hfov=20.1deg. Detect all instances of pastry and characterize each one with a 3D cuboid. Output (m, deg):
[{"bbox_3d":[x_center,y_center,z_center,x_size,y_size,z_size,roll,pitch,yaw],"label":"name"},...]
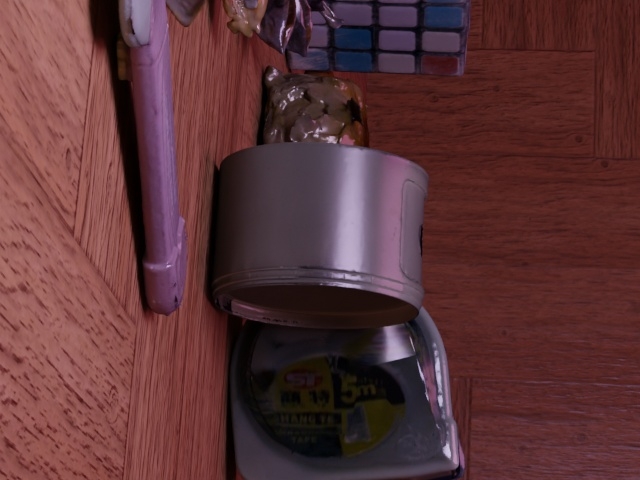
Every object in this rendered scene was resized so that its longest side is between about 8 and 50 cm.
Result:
[{"bbox_3d":[-0.002,-0.072,2.340,0.329,0.136,0.330,0,90,-84],"label":"pastry"}]

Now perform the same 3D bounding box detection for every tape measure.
[{"bbox_3d":[0.028,0.168,2.078,0.138,0.259,0.262,58,27,-82],"label":"tape measure"}]

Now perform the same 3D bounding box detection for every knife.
[{"bbox_3d":[-0.138,-0.087,1.459,0.132,0.038,0.399,-79,171,-47],"label":"knife"}]

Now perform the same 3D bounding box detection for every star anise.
[{"bbox_3d":[-0.045,-0.310,2.089,0.262,0.081,0.230,47,36,-65],"label":"star anise"}]

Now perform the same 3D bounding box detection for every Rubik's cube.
[{"bbox_3d":[0.079,-0.393,2.459,0.256,0.259,0.253,81,11,-63],"label":"Rubik's cube"}]

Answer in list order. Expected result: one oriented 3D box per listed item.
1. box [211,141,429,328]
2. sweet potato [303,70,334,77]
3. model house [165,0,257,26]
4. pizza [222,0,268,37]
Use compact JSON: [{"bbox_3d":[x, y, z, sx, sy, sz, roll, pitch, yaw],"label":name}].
[{"bbox_3d":[0.000,0.000,1.918,0.226,0.226,0.149,71,22,-75],"label":"box"},{"bbox_3d":[0.007,-0.081,2.584,0.112,0.112,0.359,-75,168,-67],"label":"sweet potato"},{"bbox_3d":[-0.090,-0.249,1.569,0.100,0.100,0.088,87,5,-47],"label":"model house"},{"bbox_3d":[-0.076,-0.359,1.826,0.189,0.071,0.297,55,38,-82],"label":"pizza"}]
